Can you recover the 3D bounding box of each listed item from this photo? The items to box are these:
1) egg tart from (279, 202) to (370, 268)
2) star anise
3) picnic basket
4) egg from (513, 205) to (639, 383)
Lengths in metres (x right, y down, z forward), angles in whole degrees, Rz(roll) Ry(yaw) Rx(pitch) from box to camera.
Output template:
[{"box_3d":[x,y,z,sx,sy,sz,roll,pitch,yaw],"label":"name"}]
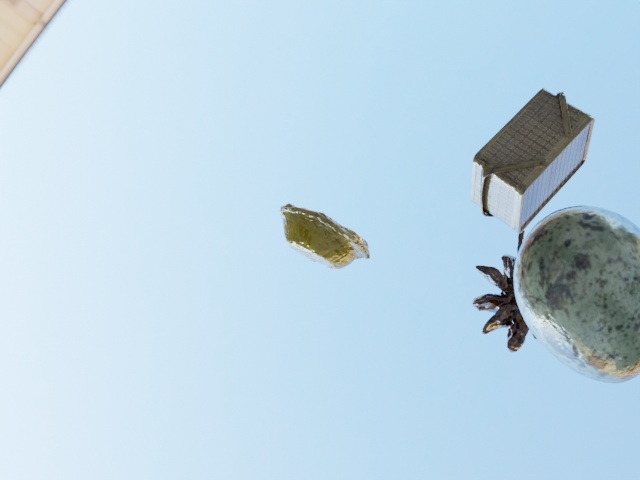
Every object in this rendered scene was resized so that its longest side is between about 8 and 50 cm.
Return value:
[{"box_3d":[0.000,0.000,0.929,0.105,0.105,0.039,19,-101,45],"label":"egg tart"},{"box_3d":[0.313,0.068,1.495,0.177,0.073,0.233,-25,-110,-11],"label":"star anise"},{"box_3d":[0.271,-0.102,1.188,0.079,0.115,0.164,38,-107,26],"label":"picnic basket"},{"box_3d":[0.249,0.051,0.847,0.132,0.172,0.132,-22,-169,4],"label":"egg"}]
